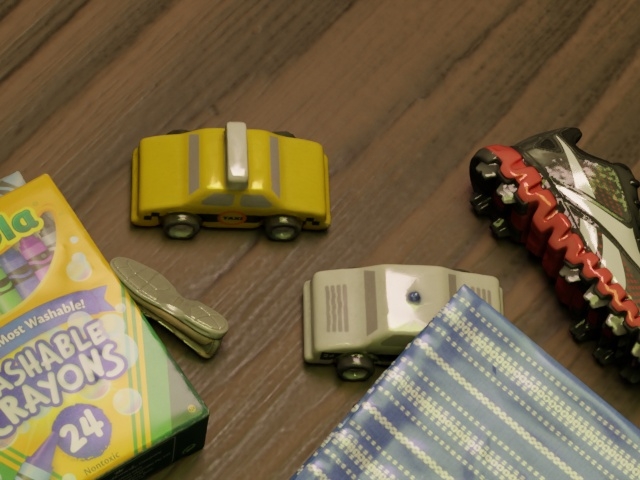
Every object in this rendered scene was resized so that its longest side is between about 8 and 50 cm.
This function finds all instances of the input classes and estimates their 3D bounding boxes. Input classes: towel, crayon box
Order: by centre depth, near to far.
[{"bbox_3d":[0.104,0.230,1.595,0.243,0.040,0.336,40,78,10],"label":"towel"},{"bbox_3d":[-0.268,0.085,1.641,0.203,0.083,0.323,-29,69,-20],"label":"crayon box"}]

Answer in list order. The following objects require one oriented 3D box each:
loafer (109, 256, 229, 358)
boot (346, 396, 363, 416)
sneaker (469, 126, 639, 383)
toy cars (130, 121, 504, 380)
[{"bbox_3d":[-0.142,0.062,1.694,0.125,0.039,0.045,32,29,13],"label":"loafer"},{"bbox_3d":[0.088,0.177,1.660,0.121,0.045,0.099,-11,64,-9],"label":"boot"},{"bbox_3d":[0.259,0.004,1.740,0.135,0.098,0.276,-29,68,-17],"label":"sneaker"},{"bbox_3d":[0.000,0.000,1.716,0.393,0.087,0.176,38,65,12],"label":"toy cars"}]
